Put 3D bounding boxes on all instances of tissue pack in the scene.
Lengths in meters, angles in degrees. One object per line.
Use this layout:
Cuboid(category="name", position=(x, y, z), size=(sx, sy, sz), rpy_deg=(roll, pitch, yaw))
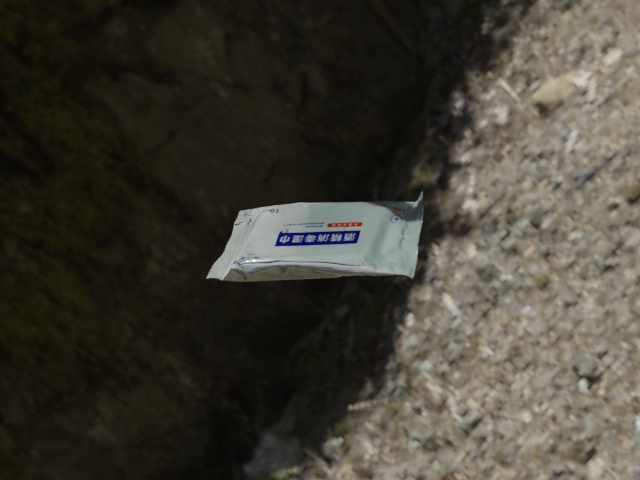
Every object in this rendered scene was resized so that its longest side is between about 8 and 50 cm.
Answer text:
Cuboid(category="tissue pack", position=(0.000, 0.000, 1.159), size=(0.193, 0.026, 0.123), rpy_deg=(-3, 32, 15))
